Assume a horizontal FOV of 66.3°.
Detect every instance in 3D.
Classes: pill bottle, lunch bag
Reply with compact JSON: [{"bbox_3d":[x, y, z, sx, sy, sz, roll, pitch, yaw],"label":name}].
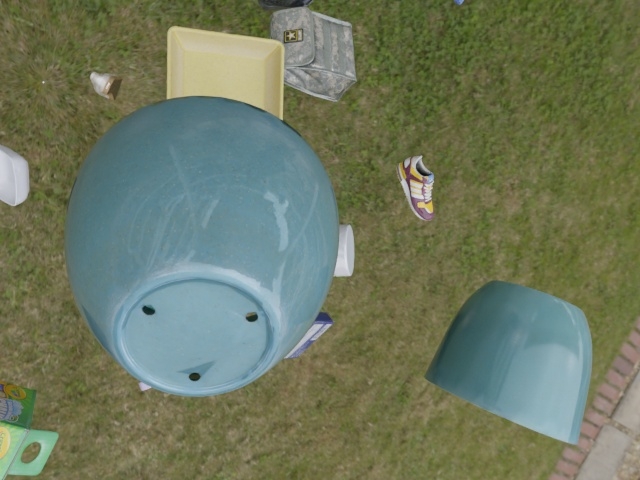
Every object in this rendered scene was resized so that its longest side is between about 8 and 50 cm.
[{"bbox_3d":[-0.076,0.036,1.643,0.361,0.204,0.204,-2,112,12],"label":"pill bottle"},{"bbox_3d":[-0.038,-0.634,1.649,0.287,0.169,0.235,6,70,-26],"label":"lunch bag"}]

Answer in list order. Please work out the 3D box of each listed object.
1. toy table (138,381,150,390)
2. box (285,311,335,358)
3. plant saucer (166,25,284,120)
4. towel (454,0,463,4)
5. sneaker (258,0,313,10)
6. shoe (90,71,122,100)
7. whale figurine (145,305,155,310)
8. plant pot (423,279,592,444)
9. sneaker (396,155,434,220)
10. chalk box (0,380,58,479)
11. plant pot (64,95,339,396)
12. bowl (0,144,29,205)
[{"bbox_3d":[-0.485,0.349,1.580,0.161,0.252,0.274,66,25,1],"label":"toy table"},{"bbox_3d":[-0.067,0.211,1.077,0.136,0.036,0.225,-45,158,12],"label":"box"},{"bbox_3d":[-0.280,-0.428,1.443,0.332,0.081,0.333,1,93,-18],"label":"plant saucer"},{"bbox_3d":[0.170,-0.422,0.487,0.034,0.209,0.285,5,141,-1],"label":"towel"},{"bbox_3d":[-0.096,-0.871,1.705,0.227,0.130,0.087,-17,90,-23],"label":"sneaker"},{"bbox_3d":[-0.637,-0.466,1.461,0.058,0.219,0.077,23,94,-18],"label":"shoe"},{"bbox_3d":[-0.513,0.181,1.447,0.216,0.272,0.141,-35,104,11],"label":"whale figurine"},{"bbox_3d":[0.381,0.216,0.959,0.293,0.293,0.235,25,83,-33],"label":"plant pot"},{"bbox_3d":[0.281,-0.143,1.354,0.069,0.084,0.186,-39,104,-44],"label":"sneaker"},{"bbox_3d":[-0.628,0.355,0.865,0.289,0.179,0.180,27,85,-26],"label":"chalk box"},{"bbox_3d":[-0.111,0.030,0.476,0.290,0.195,0.290,-4,121,-7],"label":"plant pot"},{"bbox_3d":[-0.805,-0.174,1.267,0.053,0.142,0.142,-28,139,-53],"label":"bowl"}]
